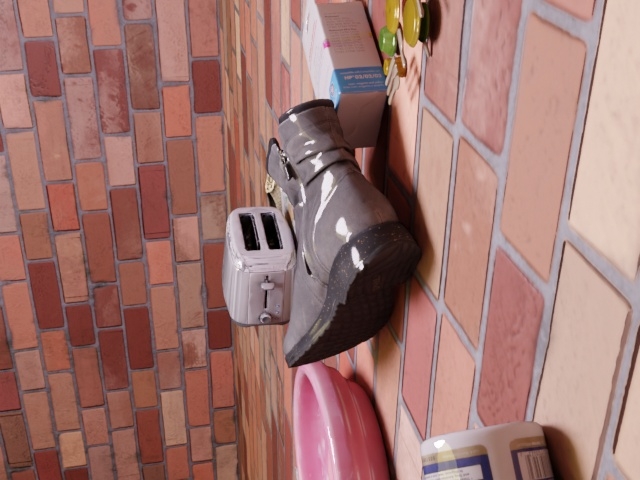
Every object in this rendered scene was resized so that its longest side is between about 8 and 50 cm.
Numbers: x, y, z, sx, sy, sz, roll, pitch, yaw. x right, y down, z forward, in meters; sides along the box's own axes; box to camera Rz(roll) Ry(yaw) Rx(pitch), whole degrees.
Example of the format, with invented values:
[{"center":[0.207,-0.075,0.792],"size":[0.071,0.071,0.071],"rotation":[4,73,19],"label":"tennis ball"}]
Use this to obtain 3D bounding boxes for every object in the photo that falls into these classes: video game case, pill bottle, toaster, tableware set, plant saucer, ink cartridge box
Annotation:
[{"center":[-0.037,0.016,1.526],"size":[0.227,0.026,0.206],"rotation":[-156,61,-77],"label":"video game case"},{"center":[0.132,0.223,0.612],"size":[0.094,0.094,0.169],"rotation":[115,148,-69],"label":"pill bottle"},{"center":[-0.111,0.038,1.532],"size":[0.227,0.129,0.146],"rotation":[-105,18,-50],"label":"toaster"},{"center":[0.086,-0.213,0.831],"size":[0.154,0.024,0.104],"rotation":[105,160,-63],"label":"tableware set"},{"center":[0.030,0.334,1.202],"size":[0.332,0.084,0.332],"rotation":[175,90,-79],"label":"plant saucer"},{"center":[0.026,-0.212,1.014],"size":[0.104,0.062,0.181],"rotation":[102,159,-57],"label":"ink cartridge box"}]

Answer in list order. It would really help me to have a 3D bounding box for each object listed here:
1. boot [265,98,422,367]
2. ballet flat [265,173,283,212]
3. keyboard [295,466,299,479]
[{"center":[0.000,0.000,1.015],"size":[0.222,0.118,0.338],"rotation":[62,148,23],"label":"boot"},{"center":[-0.090,-0.031,1.686],"size":[0.084,0.058,0.249],"rotation":[-122,29,-65],"label":"ballet flat"},{"center":[-0.037,0.626,1.845],"size":[0.072,0.014,0.256],"rotation":[-136,42,-73],"label":"keyboard"}]
